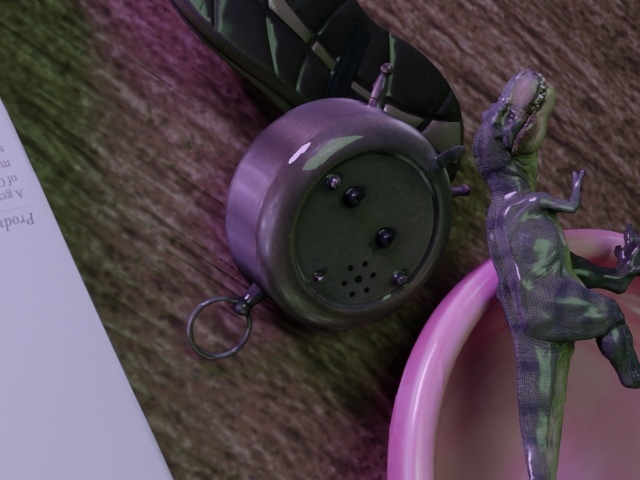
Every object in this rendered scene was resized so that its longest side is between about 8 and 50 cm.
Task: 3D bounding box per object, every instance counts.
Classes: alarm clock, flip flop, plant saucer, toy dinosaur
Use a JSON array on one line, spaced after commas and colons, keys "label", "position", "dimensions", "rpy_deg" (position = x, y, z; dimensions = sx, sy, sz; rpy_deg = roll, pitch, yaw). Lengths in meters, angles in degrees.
[{"label": "alarm clock", "position": [0.000, 0.000, 0.750], "dimensions": [0.192, 0.064, 0.129], "rpy_deg": [-42, 124, -6]}, {"label": "flip flop", "position": [-0.016, -0.122, 0.798], "dimensions": [0.277, 0.080, 0.112], "rpy_deg": [40, 64, -33]}, {"label": "plant saucer", "position": [0.173, 0.161, 0.814], "dimensions": [0.332, 0.084, 0.332], "rpy_deg": [9, 72, -28]}, {"label": "toy dinosaur", "position": [0.149, 0.039, 0.755], "dimensions": [0.118, 0.064, 0.268], "rpy_deg": [1, 77, -23]}]

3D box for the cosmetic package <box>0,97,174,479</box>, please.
[{"label": "cosmetic package", "position": [-0.185, 0.112, 0.546], "dimensions": [0.197, 0.155, 0.366], "rpy_deg": [-17, 80, -41]}]
